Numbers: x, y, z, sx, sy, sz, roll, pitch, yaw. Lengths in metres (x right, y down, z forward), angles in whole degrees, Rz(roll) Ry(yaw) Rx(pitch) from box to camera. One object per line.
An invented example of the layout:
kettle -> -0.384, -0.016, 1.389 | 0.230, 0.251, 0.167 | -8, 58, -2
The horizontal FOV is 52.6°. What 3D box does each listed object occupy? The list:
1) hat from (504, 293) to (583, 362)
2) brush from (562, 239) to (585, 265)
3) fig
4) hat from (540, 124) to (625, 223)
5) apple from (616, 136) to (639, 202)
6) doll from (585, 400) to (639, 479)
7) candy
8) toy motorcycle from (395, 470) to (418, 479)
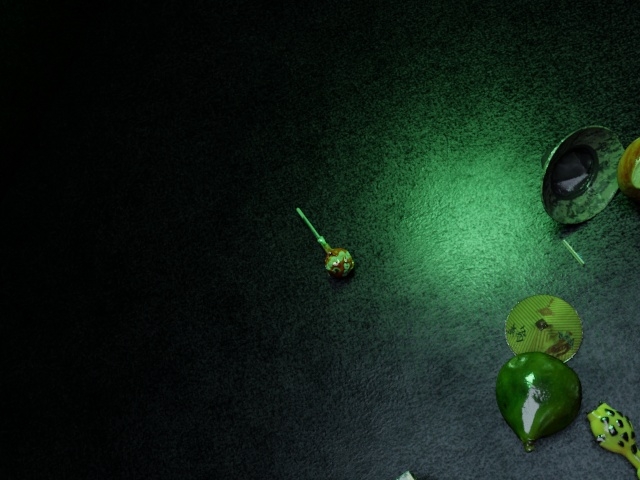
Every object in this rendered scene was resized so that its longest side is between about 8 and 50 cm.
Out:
hat -> 0.559, 0.220, 1.632 | 0.193, 0.082, 0.192 | -7, 69, 20
brush -> 0.665, 0.031, 1.696 | 0.013, 0.016, 0.083 | -31, 63, -6
fig -> 0.504, 0.379, 1.513 | 0.196, 0.195, 0.245 | 8, 31, 24
hat -> 0.656, -0.185, 1.707 | 0.265, 0.265, 0.128 | -43, 29, 2
apple -> 0.841, -0.175, 1.619 | 0.195, 0.160, 0.173 | 18, 92, 0
doll -> 0.723, 0.496, 1.465 | 0.117, 0.086, 0.291 | -26, 61, -23
candy -> -0.001, 0.001, 1.938 | 0.084, 0.078, 0.287 | -24, 56, -22
toy motorcycle -> 0.144, 0.671, 1.587 | 0.263, 0.157, 0.091 | -39, 61, 2
